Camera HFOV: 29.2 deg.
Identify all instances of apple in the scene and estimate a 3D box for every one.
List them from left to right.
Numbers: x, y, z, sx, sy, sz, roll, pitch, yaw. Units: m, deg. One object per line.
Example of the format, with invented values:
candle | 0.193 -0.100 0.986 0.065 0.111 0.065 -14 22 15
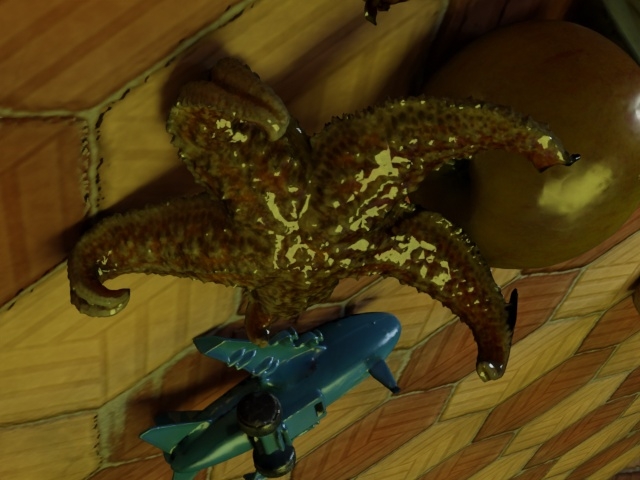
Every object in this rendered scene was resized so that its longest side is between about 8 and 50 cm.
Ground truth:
apple | 0.143 -0.064 0.867 0.155 0.182 0.182 -16 152 -27

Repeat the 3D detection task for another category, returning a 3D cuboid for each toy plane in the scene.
toy plane | -0.036 0.148 1.162 0.271 0.105 0.254 -24 142 -9

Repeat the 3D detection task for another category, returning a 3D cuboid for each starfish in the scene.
starfish | 0.001 0.004 0.811 0.303 0.113 0.312 19 140 -17

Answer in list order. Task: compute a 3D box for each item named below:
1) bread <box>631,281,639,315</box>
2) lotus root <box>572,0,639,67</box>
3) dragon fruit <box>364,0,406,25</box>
bread | 0.568 0.057 1.720 0.288 0.119 0.152 -14 147 -37
lotus root | 0.286 -0.136 0.972 0.234 0.119 0.138 -15 151 -38
dragon fruit | 0.076 -0.181 0.640 0.125 0.125 0.246 11 155 -20
